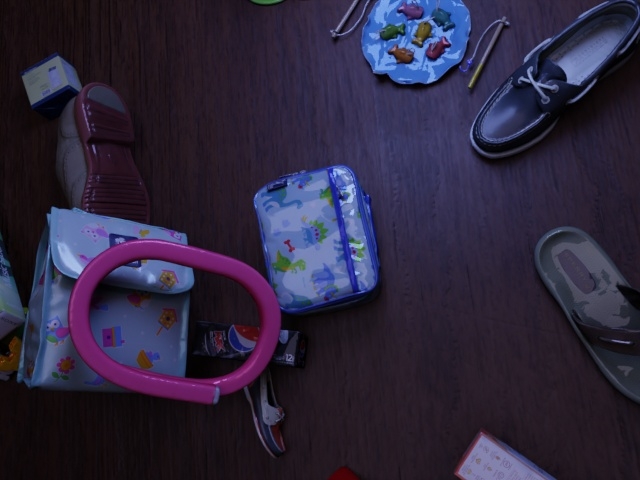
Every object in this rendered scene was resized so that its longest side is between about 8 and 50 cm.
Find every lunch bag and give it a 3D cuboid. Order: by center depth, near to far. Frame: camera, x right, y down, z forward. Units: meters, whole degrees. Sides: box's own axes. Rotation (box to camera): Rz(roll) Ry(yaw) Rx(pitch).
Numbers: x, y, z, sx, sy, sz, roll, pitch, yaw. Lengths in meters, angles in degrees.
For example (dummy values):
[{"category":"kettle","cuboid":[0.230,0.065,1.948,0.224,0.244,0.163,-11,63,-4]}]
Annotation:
[{"category":"lunch bag","cuboid":[-0.315,0.091,0.995,0.160,0.223,0.262,-11,71,58]},{"category":"lunch bag","cuboid":[0.000,0.000,1.021,0.176,0.090,0.219,-12,75,8]}]

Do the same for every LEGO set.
[{"category":"LEGO set","cuboid":[-0.465,0.164,1.106,0.227,0.093,0.087,-53,40,3]}]

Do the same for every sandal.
[{"category":"sandal","cuboid":[0.400,0.107,0.894,0.120,0.086,0.303,-39,71,2]}]

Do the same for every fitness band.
[{"category":"fitness band","cuboid":[-0.196,0.111,0.919,0.291,0.054,0.209,15,86,-18]}]

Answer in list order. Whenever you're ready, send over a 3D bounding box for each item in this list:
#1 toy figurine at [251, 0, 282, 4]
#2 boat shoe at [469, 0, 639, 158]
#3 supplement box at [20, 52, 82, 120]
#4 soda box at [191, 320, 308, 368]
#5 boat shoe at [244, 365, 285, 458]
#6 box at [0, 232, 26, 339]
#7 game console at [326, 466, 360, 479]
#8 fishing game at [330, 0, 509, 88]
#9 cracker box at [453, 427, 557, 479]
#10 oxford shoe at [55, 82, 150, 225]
[{"category":"toy figurine","cuboid":[-0.086,-0.494,1.123,0.173,0.159,0.130,21,83,17]},{"category":"boat shoe","cuboid":[0.346,-0.245,0.990,0.302,0.091,0.114,-44,71,1]},{"category":"supplement box","cuboid":[-0.493,-0.284,1.228,0.083,0.056,0.083,-26,72,7]},{"category":"soda box","cuboid":[-0.108,0.160,1.022,0.169,0.060,0.053,4,77,14]},{"category":"boat shoe","cuboid":[-0.078,0.257,1.000,0.043,0.049,0.137,-24,67,5]},{"category":"box","cuboid":[-0.642,0.080,1.136,0.232,0.058,0.322,-37,56,3]},{"category":"game console","cuboid":[0.029,0.416,0.925,0.144,0.085,0.124,-39,95,-15]},{"category":"fishing game","cuboid":[0.153,-0.344,1.091,0.264,0.041,0.189,30,83,19]},{"category":"cracker box","cuboid":[0.284,0.332,0.833,0.232,0.156,0.067,34,86,18]},{"category":"oxford shoe","cuboid":[-0.383,-0.087,1.142,0.130,0.123,0.348,-19,72,36]}]
